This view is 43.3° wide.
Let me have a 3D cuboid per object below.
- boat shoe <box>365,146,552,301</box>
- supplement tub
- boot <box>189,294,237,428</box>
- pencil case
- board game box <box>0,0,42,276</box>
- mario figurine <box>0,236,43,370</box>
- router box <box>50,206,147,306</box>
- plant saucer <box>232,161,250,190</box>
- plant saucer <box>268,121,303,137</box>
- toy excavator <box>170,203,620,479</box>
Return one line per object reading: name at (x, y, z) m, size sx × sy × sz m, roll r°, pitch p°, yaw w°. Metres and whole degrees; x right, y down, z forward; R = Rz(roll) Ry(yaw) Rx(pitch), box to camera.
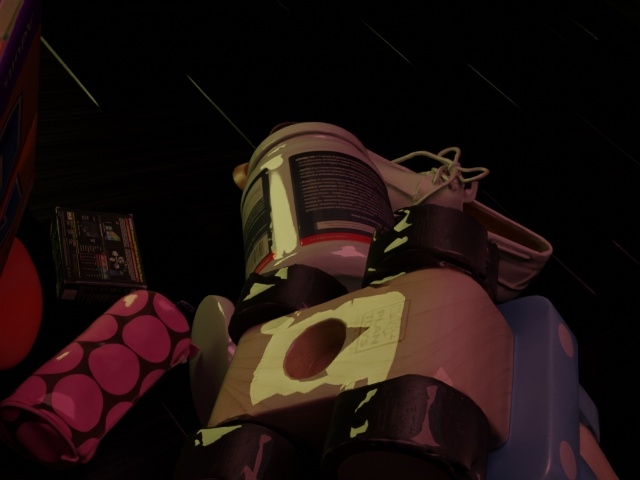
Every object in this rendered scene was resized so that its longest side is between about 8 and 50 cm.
boat shoe at (0.185, -0.061, 1.176) m, size 0.367 × 0.156 × 0.136 m, roll 34°, pitch 33°, yaw -6°
supplement tub at (0.000, 0.000, 0.984) m, size 0.191 × 0.191 × 0.272 m, roll 14°, pitch 39°, yaw -20°
boot at (-0.053, 0.174, 0.837) m, size 0.123 × 0.095 × 0.258 m, roll 9°, pitch 48°, yaw -35°
pencil case at (-0.206, 0.132, 0.776) m, size 0.098 × 0.095 × 0.209 m, roll 46°, pitch 39°, yaw -3°
board game box at (-0.389, 0.020, 0.445) m, size 0.357 × 0.356 × 0.356 m, roll 18°, pitch 71°, yaw -15°
mario figurine at (-0.399, 0.036, 0.769) m, size 0.321 × 0.170 × 0.198 m, roll 32°, pitch 71°, yaw 21°
router box at (-0.255, 0.019, 0.920) m, size 0.092 × 0.038 × 0.122 m, roll 6°, pitch 42°, yaw -28°
plant saucer at (-0.087, -0.091, 1.187) m, size 0.083 × 0.015 × 0.083 m, roll 18°, pitch 37°, yaw -14°
plant saucer at (0.001, -0.100, 1.225) m, size 0.199 × 0.036 × 0.198 m, roll 25°, pitch 36°, yaw -20°
toy excavator at (0.173, 0.192, 0.664) m, size 0.445 × 0.433 × 0.222 m, roll 49°, pitch 36°, yaw -29°
